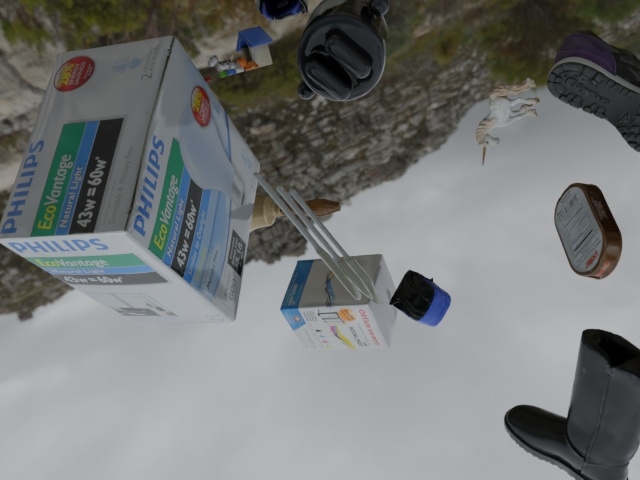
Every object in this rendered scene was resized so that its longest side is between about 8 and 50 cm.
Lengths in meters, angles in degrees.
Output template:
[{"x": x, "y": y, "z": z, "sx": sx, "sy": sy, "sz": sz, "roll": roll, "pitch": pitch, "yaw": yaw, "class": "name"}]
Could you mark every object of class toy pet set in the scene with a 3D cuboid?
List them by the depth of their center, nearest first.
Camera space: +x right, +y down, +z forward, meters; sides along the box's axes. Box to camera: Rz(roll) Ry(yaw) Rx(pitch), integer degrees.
[{"x": -0.135, "y": -0.312, "z": 1.009, "sx": 0.114, "sy": 0.065, "sz": 0.122, "roll": -24, "pitch": -161, "yaw": -28, "class": "toy pet set"}]

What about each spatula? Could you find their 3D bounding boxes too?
[{"x": 0.000, "y": 0.000, "z": 0.898, "sx": 0.019, "sy": 0.242, "sz": 0.168, "roll": -45, "pitch": 161, "yaw": 13, "class": "spatula"}]

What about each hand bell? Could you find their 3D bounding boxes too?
[{"x": -0.073, "y": -0.066, "z": 1.354, "sx": 0.241, "sy": 0.126, "sz": 0.126, "roll": -2, "pitch": -163, "yaw": 16, "class": "hand bell"}]

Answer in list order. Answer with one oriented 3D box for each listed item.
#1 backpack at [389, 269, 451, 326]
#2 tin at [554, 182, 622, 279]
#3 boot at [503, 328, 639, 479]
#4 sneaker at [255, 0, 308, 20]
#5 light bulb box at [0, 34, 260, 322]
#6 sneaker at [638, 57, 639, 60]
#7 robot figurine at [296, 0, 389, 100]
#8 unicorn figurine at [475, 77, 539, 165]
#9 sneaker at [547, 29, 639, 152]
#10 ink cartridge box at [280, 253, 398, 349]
[{"x": 0.231, "y": 0.130, "z": 1.334, "sx": 0.098, "sy": 0.101, "sz": 0.120, "roll": -66, "pitch": -152, "yaw": 7, "class": "backpack"}, {"x": 0.462, "y": -0.019, "z": 1.065, "sx": 0.040, "sy": 0.106, "sz": 0.190, "roll": 5, "pitch": -132, "yaw": -9, "class": "tin"}, {"x": 0.675, "y": 0.421, "z": 1.616, "sx": 0.146, "sy": 0.445, "sz": 0.367, "roll": -32, "pitch": -138, "yaw": -33, "class": "boot"}, {"x": -0.085, "y": -0.554, "z": 1.245, "sx": 0.127, "sy": 0.182, "sz": 0.315, "roll": 1, "pitch": -149, "yaw": 9, "class": "sneaker"}, {"x": -0.290, "y": -0.081, "z": 1.044, "sx": 0.225, "sy": 0.358, "sz": 0.361, "roll": -3, "pitch": 153, "yaw": 17, "class": "light bulb box"}, {"x": 0.805, "y": -0.427, "z": 1.330, "sx": 0.123, "sy": 0.109, "sz": 0.295, "roll": -11, "pitch": 150, "yaw": -50, "class": "sneaker"}, {"x": 0.043, "y": -0.384, "z": 1.202, "sx": 0.209, "sy": 0.174, "sz": 0.278, "roll": -6, "pitch": -145, "yaw": 13, "class": "robot figurine"}, {"x": 0.326, "y": -0.223, "z": 1.079, "sx": 0.111, "sy": 0.162, "sz": 0.060, "roll": -15, "pitch": -132, "yaw": 10, "class": "unicorn figurine"}, {"x": 0.516, "y": -0.248, "z": 0.999, "sx": 0.124, "sy": 0.283, "sz": 0.107, "roll": -62, "pitch": -172, "yaw": -26, "class": "sneaker"}, {"x": 0.055, "y": 0.155, "z": 1.507, "sx": 0.232, "sy": 0.171, "sz": 0.168, "roll": -6, "pitch": -139, "yaw": 25, "class": "ink cartridge box"}]
